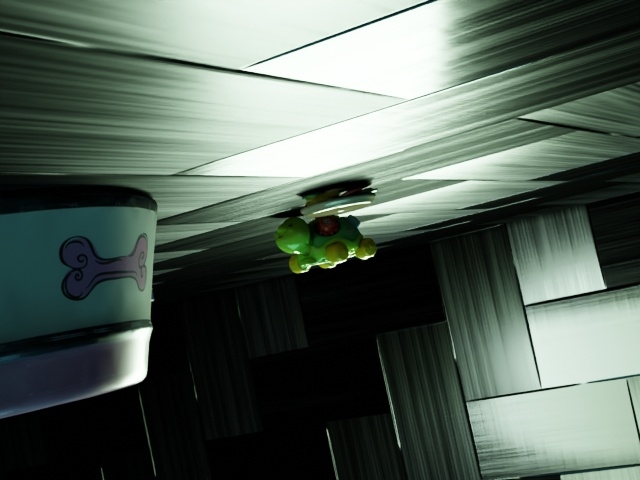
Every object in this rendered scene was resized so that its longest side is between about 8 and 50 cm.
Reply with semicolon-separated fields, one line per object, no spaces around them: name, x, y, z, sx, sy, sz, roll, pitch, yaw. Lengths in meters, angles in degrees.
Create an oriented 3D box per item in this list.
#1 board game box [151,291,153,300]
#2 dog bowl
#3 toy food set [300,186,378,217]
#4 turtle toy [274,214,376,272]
board game box;-0.358;0.079;1.412;0.194;0.060;0.194;-15;175;31
dog bowl;-0.318;0.077;0.859;0.407;0.151;0.408;-11;176;-1
toy food set;0.019;-0.041;1.113;0.083;0.020;0.082;-11;176;-1
turtle toy;0.000;0.000;1.312;0.130;0.066;0.095;-7;174;-44
